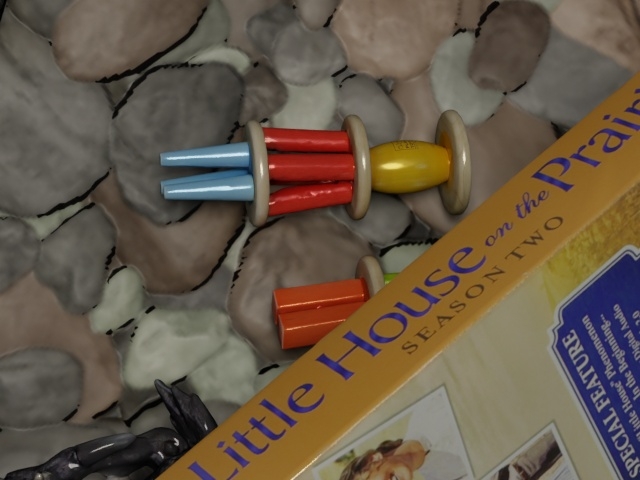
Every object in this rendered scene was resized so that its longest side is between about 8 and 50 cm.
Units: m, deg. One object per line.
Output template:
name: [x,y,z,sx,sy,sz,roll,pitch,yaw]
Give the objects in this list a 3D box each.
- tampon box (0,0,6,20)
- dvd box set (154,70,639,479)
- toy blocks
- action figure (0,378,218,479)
tampon box: [-0.213,-0.116,0.798,0.120,0.101,0.161,15,74,-5]
dvd box set: [0.101,0.136,0.718,0.420,0.062,0.307,-40,123,-15]
toy blocks: [0.000,0.000,0.825,0.148,0.054,0.123,-4,77,-9]
action figure: [-0.106,0.161,0.731,0.276,0.141,0.164,-16,70,-33]
